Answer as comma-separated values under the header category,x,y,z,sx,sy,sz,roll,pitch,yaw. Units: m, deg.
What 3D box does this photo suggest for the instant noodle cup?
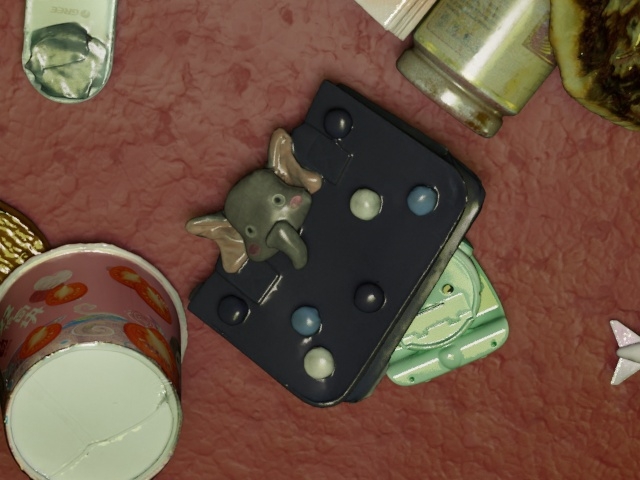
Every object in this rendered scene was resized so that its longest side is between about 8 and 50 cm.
category,x,y,z,sx,sy,sz,roll,pitch,yaw
instant noodle cup,-0.262,0.154,1.837,0.243,0.231,0.243,-3,111,-8

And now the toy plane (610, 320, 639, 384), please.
category,x,y,z,sx,sy,sz,roll,pitch,yaw
toy plane,0.428,0.133,1.930,0.171,0.065,0.162,-1,88,28

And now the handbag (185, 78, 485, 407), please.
category,x,y,z,sx,sy,sz,roll,pitch,yaw
handbag,0.000,0.000,1.853,0.269,0.118,0.325,34,102,17

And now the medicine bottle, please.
category,x,y,z,sx,sy,sz,roll,pitch,yaw
medicine bottle,0.233,-0.278,1.799,0.151,0.151,0.322,36,101,-10

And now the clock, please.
category,x,y,z,sx,sy,sz,roll,pitch,yaw
clock,0.116,0.056,1.926,0.159,0.066,0.211,-26,103,4

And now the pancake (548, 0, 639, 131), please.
category,x,y,z,sx,sy,sz,roll,pitch,yaw
pancake,0.352,-0.281,1.742,0.427,0.067,0.305,30,96,-46

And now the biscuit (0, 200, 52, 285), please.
category,x,y,z,sx,sy,sz,roll,pitch,yaw
biscuit,-0.414,0.044,1.924,0.212,0.036,0.212,-1,105,-2

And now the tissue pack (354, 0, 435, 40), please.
category,x,y,z,sx,sy,sz,roll,pitch,yaw
tissue pack,0.127,-0.397,1.773,0.170,0.071,0.325,44,103,22

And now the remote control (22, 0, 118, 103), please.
category,x,y,z,sx,sy,sz,roll,pitch,yaw
remote control,-0.277,-0.278,1.839,0.104,0.052,0.247,8,104,-2
